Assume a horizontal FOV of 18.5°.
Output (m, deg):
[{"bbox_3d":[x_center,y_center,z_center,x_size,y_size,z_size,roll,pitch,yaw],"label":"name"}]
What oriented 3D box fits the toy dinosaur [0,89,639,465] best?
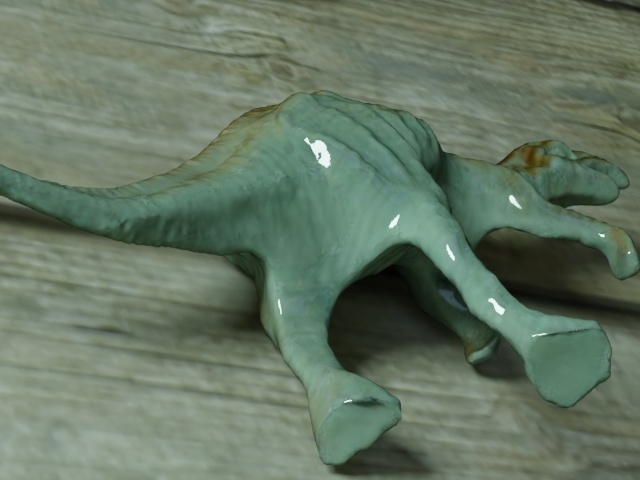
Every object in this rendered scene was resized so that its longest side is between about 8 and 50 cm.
[{"bbox_3d":[0.000,0.000,0.757,0.392,0.092,0.205,6,35,-30],"label":"toy dinosaur"}]
